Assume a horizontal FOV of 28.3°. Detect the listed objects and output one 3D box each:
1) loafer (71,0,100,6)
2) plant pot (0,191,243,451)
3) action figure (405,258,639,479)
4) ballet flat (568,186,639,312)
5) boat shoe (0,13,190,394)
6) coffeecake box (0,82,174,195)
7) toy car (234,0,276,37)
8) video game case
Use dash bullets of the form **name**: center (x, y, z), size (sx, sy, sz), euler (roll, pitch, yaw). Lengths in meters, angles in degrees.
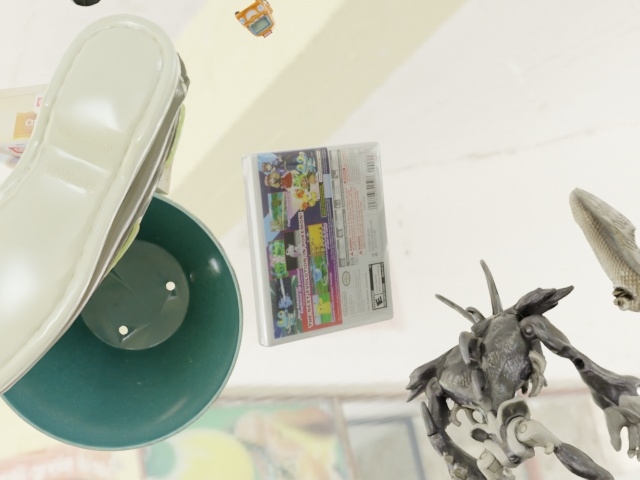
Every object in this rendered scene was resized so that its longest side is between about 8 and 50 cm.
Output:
- **loafer**: center (-0.248, -0.299, 1.190), size (0.062, 0.170, 0.061), euler (-23, 10, -27)
- **plant pot**: center (-0.227, 0.075, 1.456), size (0.290, 0.290, 0.195), euler (-12, 5, 2)
- **action figure**: center (0.153, 0.146, 0.917), size (0.164, 0.275, 0.141), euler (-33, -51, 22)
- **ballet flat**: center (0.320, 0.011, 1.402), size (0.084, 0.250, 0.058), euler (23, -69, -19)
- **boat shoe**: center (-0.184, -0.010, 0.888), size (0.109, 0.305, 0.091), euler (27, -9, 11)
- **coffeecake box**: center (-0.273, -0.107, 1.417), size (0.142, 0.068, 0.185), euler (-3, -19, 26)
- **toy car**: center (-0.035, -0.260, 1.390), size (0.122, 0.040, 0.060), euler (-32, 2, -6)
- **video game case**: center (0.000, 0.000, 1.361), size (0.183, 0.201, 0.023), euler (-9, 7, -41)
